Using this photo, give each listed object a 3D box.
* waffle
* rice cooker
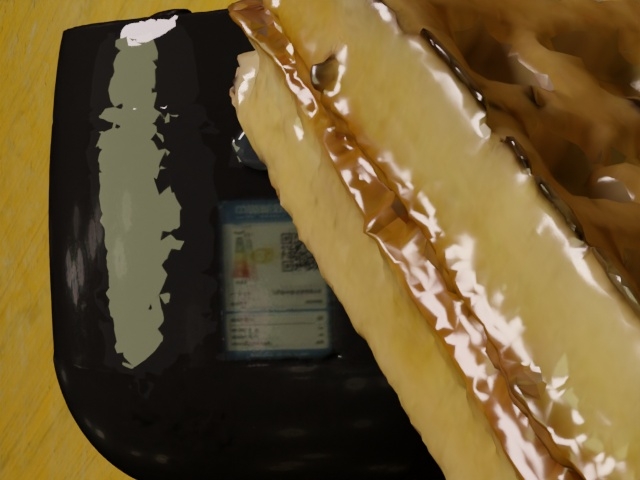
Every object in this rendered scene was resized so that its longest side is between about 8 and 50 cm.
[{"bbox_3d":[0.139,0.022,0.594,0.114,0.261,0.376,-64,36,32],"label":"waffle"},{"bbox_3d":[0.000,0.000,0.869,0.267,0.267,0.224,1,96,63],"label":"rice cooker"}]
